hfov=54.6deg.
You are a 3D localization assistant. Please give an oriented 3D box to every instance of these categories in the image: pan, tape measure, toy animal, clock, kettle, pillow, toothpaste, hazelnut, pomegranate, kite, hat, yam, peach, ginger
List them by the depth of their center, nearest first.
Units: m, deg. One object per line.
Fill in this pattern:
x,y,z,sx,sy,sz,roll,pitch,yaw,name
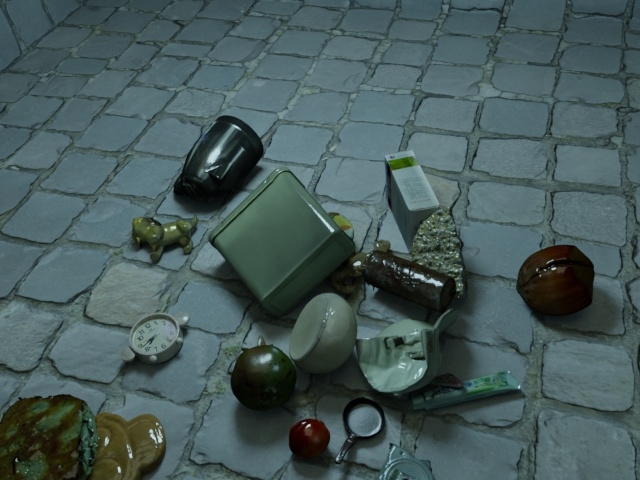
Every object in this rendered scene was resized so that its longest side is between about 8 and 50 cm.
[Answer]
0.158,0.638,1.431,0.164,0.084,0.330,14,47,25,tape measure
-0.031,0.505,1.579,0.100,0.101,0.101,-4,45,4,peach
0.092,0.499,1.604,0.115,0.040,0.212,18,43,22,pan
0.323,0.385,1.661,0.139,0.011,0.156,-7,11,31,kite
0.385,0.405,1.662,0.296,0.048,0.075,-12,33,-8,toothpaste
-0.160,0.355,1.697,0.181,0.181,0.224,-15,30,-8,pomegranate
0.268,0.303,1.716,0.301,0.168,0.258,-21,3,-43,hat
0.685,0.116,1.815,0.181,0.181,0.212,9,54,-13,hazelnut
0.268,0.122,1.863,0.279,0.131,0.131,20,51,37,yam
-0.491,0.296,1.864,0.229,0.063,0.155,-36,55,-22,clock
0.118,0.066,2.015,0.149,0.065,0.258,27,56,32,ginger
0.000,0.000,2.057,0.233,0.086,0.214,-12,48,12,pillow
-0.547,-0.025,2.151,0.233,0.121,0.169,-6,34,-3,toy animal
-0.420,-0.277,2.333,0.321,0.228,0.324,-3,43,43,kettle

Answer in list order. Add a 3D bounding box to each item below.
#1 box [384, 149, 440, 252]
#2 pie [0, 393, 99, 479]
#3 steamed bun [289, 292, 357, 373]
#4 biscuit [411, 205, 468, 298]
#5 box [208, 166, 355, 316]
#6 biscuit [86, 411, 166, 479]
0.304,-0.133,2.087,0.106,0.200,0.299,-13,46,-5,box
-0.714,0.540,1.568,0.288,0.103,0.355,-23,43,-1,pie
0.021,0.268,1.738,0.145,0.232,0.232,28,44,-18,steamed bun
0.362,0.044,1.914,0.179,0.084,0.281,-9,82,35,biscuit
-0.125,0.003,1.954,0.352,0.177,0.344,-43,53,1,box
-0.588,0.574,1.611,0.376,0.051,0.269,-24,46,-15,biscuit
